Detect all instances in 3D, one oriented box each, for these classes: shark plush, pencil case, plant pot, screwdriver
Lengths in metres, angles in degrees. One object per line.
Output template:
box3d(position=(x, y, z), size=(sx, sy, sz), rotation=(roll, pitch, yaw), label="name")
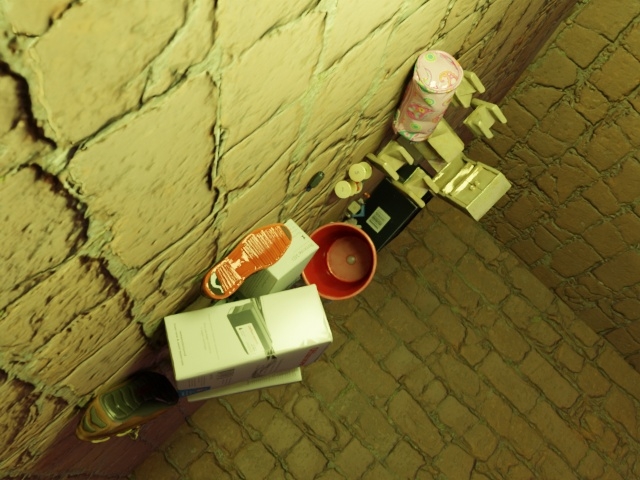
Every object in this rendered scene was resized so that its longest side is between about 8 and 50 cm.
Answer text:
box3d(position=(0.101, -0.049, 2.371), size=(0.067, 0.073, 0.161), rotation=(-26, -170, 45), label="shark plush")
box3d(position=(0.263, -0.356, 1.505), size=(0.124, 0.124, 0.284), rotation=(-43, 172, -16), label="pencil case")
box3d(position=(0.087, 0.072, 2.147), size=(0.275, 0.275, 0.243), rotation=(-47, 169, 10), label="plant pot")
box3d(position=(-0.041, -0.117, 1.520), size=(0.170, 0.024, 0.025), rotation=(-49, -160, 35), label="screwdriver")

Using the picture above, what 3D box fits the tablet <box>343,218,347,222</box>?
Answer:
box3d(position=(0.092, -0.062, 2.440), size=(0.054, 0.006, 0.083), rotation=(-44, 171, -4), label="tablet")

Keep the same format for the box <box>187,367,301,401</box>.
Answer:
box3d(position=(-0.250, 0.396, 1.875), size=(0.345, 0.168, 0.215), rotation=(-9, 166, -10), label="box")

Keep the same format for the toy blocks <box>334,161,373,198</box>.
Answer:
box3d(position=(0.116, -0.189, 1.804), size=(0.123, 0.054, 0.148), rotation=(-49, 171, 25), label="toy blocks")

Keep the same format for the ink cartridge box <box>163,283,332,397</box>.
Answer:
box3d(position=(-0.197, 0.270, 1.572), size=(0.395, 0.166, 0.285), rotation=(-11, 160, -16), label="ink cartridge box")

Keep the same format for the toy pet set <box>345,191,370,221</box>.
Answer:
box3d(position=(0.154, -0.120, 2.262), size=(0.122, 0.065, 0.114), rotation=(-47, 171, 9), label="toy pet set")

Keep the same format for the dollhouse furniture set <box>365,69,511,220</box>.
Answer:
box3d(position=(0.373, -0.276, 1.844), size=(0.362, 0.394, 0.256), rotation=(-46, -150, 3), label="dollhouse furniture set")

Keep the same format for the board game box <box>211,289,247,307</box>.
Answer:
box3d(position=(-0.199, 0.169, 1.864), size=(0.303, 0.097, 0.224), rotation=(-42, 172, -12), label="board game box")

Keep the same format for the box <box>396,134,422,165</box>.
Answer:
box3d(position=(0.320, -0.325, 1.970), size=(0.101, 0.102, 0.087), rotation=(-44, 173, 0), label="box")

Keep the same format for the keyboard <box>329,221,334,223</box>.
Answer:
box3d(position=(0.000, 0.000, 2.275), size=(0.072, 0.014, 0.256), rotation=(-41, 170, -23), label="keyboard")

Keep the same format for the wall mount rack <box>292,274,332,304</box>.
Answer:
box3d(position=(-0.054, 0.190, 2.385), size=(0.304, 0.130, 0.350), rotation=(-5, -174, 24), label="wall mount rack")

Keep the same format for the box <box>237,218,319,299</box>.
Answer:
box3d(position=(-0.128, 0.066, 1.638), size=(0.181, 0.119, 0.182), rotation=(-38, 169, -41), label="box")

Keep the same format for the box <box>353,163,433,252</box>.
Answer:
box3d(position=(0.304, -0.133, 2.524), size=(0.343, 0.179, 0.312), rotation=(-51, 170, 35), label="box")

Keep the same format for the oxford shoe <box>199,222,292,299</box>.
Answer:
box3d(position=(-0.186, 0.046, 1.444), size=(0.271, 0.097, 0.098), rotation=(-35, -172, -29), label="oxford shoe")

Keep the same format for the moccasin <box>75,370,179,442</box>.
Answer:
box3d(position=(-0.513, 0.458, 1.609), size=(0.147, 0.139, 0.380), rotation=(-40, 175, 11), label="moccasin")
